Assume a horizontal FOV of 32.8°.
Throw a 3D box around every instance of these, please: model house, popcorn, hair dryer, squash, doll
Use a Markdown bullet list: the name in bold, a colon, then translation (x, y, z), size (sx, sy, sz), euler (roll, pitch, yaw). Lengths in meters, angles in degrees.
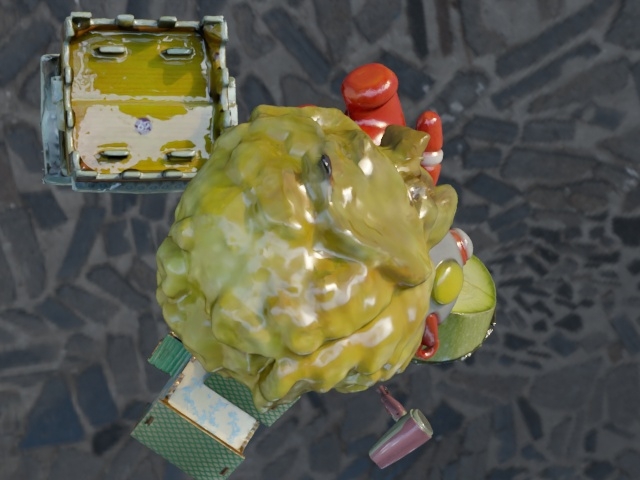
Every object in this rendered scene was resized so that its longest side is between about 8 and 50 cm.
- **model house**: translation (-0.216, -0.154, 1.285), size (0.224, 0.215, 0.198), euler (-3, 86, -16)
- **popcorn**: translation (0.000, 0.000, 0.837), size (0.266, 0.233, 0.192), euler (-34, 169, -26)
- **hair dryer**: translation (0.119, 0.293, 1.781), size (0.106, 0.154, 0.054), euler (-38, 120, 14)
- **squash**: translation (0.165, 0.068, 1.632), size (0.220, 0.220, 0.133), euler (-7, 135, -15)
- **doll**: translation (0.061, -0.001, 1.051), size (0.200, 0.105, 0.336), euler (-34, 129, -17)
- **model house**: translation (-0.142, 0.193, 1.391), size (0.178, 0.271, 0.206), euler (35, 74, -10)
